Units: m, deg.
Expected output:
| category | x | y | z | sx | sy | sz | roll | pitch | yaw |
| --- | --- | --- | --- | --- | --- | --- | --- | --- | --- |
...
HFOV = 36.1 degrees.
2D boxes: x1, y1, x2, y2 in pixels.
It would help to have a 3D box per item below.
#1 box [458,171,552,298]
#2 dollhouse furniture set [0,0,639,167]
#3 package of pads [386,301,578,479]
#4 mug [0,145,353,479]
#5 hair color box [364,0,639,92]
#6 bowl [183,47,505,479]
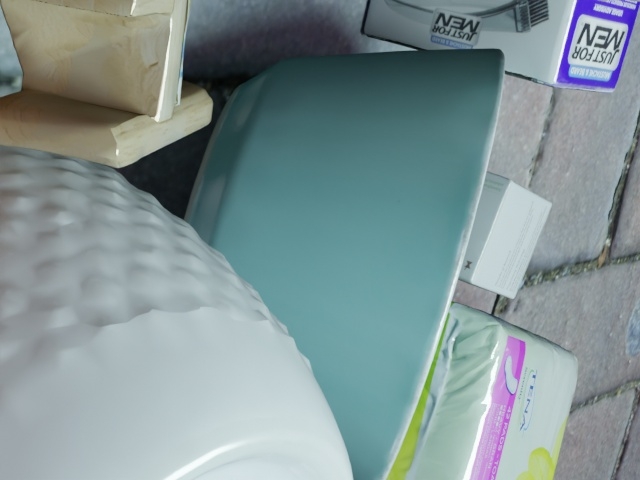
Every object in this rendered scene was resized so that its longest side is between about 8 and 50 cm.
| category | x | y | z | sx | sy | sz | roll | pitch | yaw |
| --- | --- | --- | --- | --- | --- | --- | --- | --- | --- |
| box | 0.140 | -0.013 | 0.916 | 0.087 | 0.101 | 0.102 | 18 | 94 | -50 |
| dollhouse furniture set | -0.035 | -0.230 | 0.457 | 0.256 | 0.394 | 0.362 | -50 | 151 | -70 |
| package of pads | 0.125 | 0.214 | 0.856 | 0.229 | 0.101 | 0.296 | 23 | 81 | -57 |
| mug | -0.142 | 0.125 | 0.506 | 0.276 | 0.328 | 0.374 | -42 | 135 | -24 |
| hair color box | 0.165 | -0.297 | 0.732 | 0.110 | 0.185 | 0.338 | -3 | 112 | -48 |
| bowl | 0.000 | 0.000 | 0.671 | 0.311 | 0.163 | 0.311 | 16 | 90 | -88 |
